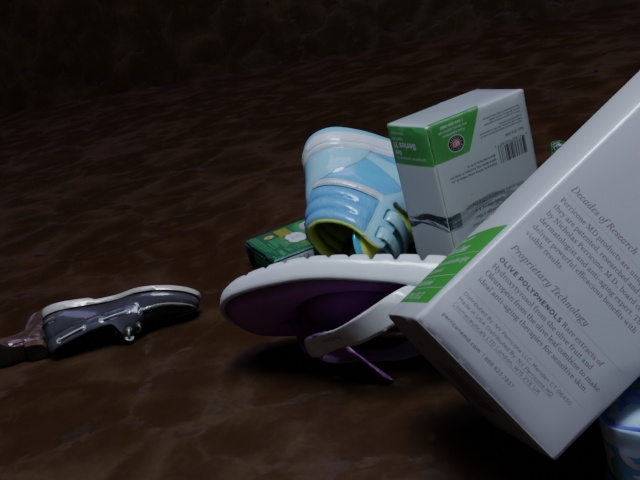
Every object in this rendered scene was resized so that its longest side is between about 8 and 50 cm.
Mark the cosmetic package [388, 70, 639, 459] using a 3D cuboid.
[{"bbox_3d":[0.245,-0.010,0.808,0.365,0.155,0.197,-45,-1,-6],"label":"cosmetic package"}]

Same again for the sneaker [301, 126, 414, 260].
[{"bbox_3d":[0.124,-0.022,1.277,0.318,0.127,0.208,9,52,-2],"label":"sneaker"}]

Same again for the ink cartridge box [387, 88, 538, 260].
[{"bbox_3d":[0.182,-0.062,1.184,0.153,0.209,0.087,-23,19,-27],"label":"ink cartridge box"}]

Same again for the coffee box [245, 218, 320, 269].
[{"bbox_3d":[0.000,0.000,1.375,0.184,0.041,0.113,-22,22,-20],"label":"coffee box"}]

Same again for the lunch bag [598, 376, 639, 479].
[{"bbox_3d":[0.322,0.124,0.762,0.176,0.090,0.219,2,26,38],"label":"lunch bag"}]

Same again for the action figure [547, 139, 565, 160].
[{"bbox_3d":[0.382,-0.109,1.401,0.137,0.064,0.232,-19,17,-7],"label":"action figure"}]

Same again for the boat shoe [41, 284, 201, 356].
[{"bbox_3d":[-0.252,0.106,1.260,0.206,0.075,0.065,-9,63,-2],"label":"boat shoe"}]

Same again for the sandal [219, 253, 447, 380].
[{"bbox_3d":[0.076,0.086,0.996,0.416,0.169,0.102,-4,62,24],"label":"sandal"}]

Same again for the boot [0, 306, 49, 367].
[{"bbox_3d":[-0.398,0.124,1.304,0.106,0.037,0.114,-1,23,-3],"label":"boot"}]
